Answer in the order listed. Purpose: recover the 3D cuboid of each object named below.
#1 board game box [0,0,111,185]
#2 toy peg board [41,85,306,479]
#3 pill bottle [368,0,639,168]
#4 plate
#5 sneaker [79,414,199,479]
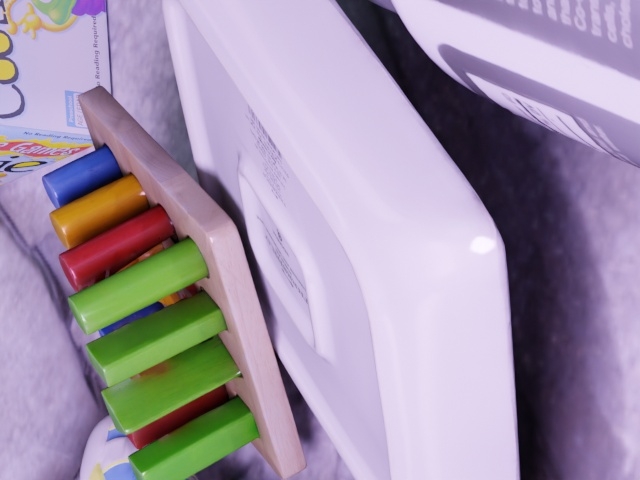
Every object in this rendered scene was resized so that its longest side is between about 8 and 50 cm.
[{"bbox_3d":[-0.266,-0.104,1.196,0.275,0.142,0.144,-17,73,49],"label":"board game box"},{"bbox_3d":[-0.092,0.033,0.951,0.160,0.079,0.161,44,155,48],"label":"toy peg board"},{"bbox_3d":[0.146,-0.123,0.650,0.363,0.210,0.210,30,109,47],"label":"pill bottle"},{"bbox_3d":[0.000,0.000,0.822,0.277,0.045,0.278,57,165,37],"label":"plate"},{"bbox_3d":[-0.036,0.168,0.954,0.126,0.091,0.240,-37,57,20],"label":"sneaker"}]
